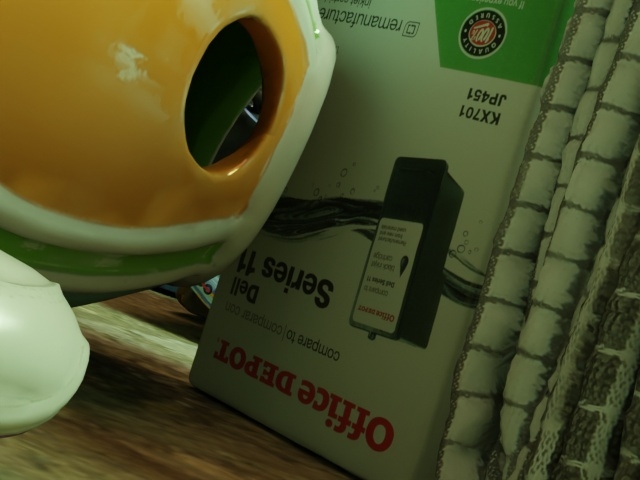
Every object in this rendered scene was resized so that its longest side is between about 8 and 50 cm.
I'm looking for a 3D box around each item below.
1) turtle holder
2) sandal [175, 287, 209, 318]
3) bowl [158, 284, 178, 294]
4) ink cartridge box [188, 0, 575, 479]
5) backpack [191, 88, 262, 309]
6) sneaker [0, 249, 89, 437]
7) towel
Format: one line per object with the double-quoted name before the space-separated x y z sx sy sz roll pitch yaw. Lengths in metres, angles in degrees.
"turtle holder" -0.139 -0.069 0.565 0.227 0.243 0.320 27 -36 -18
"sandal" -0.020 0.042 0.954 0.180 0.072 0.049 25 18 -49
"bowl" -0.086 0.004 1.180 0.391 0.077 0.391 19 1 0
"ink cartridge box" 0.045 -0.010 0.582 0.087 0.208 0.153 15 3 -40
"backpack" 0.000 0.000 0.850 0.158 0.117 0.173 47 11 13
"sneaker" -0.166 -0.065 0.298 0.305 0.152 0.114 35 -7 -17
"towel" 0.191 0.003 0.466 0.235 0.283 0.121 18 2 -25
